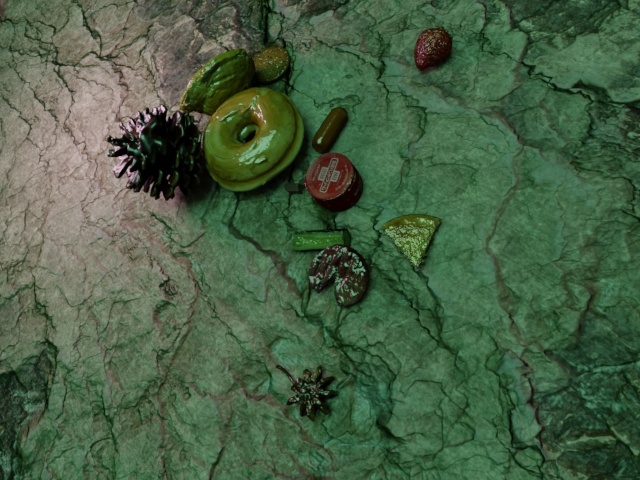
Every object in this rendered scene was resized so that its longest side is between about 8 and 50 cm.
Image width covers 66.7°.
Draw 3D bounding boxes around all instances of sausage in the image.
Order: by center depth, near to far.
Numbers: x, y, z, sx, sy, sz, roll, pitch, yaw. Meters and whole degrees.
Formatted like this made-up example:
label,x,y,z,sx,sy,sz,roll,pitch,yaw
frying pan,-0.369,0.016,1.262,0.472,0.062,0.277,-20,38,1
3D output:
label,x,y,z,sx,sy,sz,roll,pitch,yaw
sausage,0.036,-0.430,1.870,0.076,0.076,0.197,27,83,28

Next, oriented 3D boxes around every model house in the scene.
label,x,y,z,sx,sy,sz,roll,pitch,yaw
model house,-0.088,-0.210,1.853,0.083,0.058,0.057,4,74,24

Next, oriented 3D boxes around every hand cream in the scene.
label,x,y,z,sx,sy,sz,roll,pitch,yaw
hand cream,0.051,-0.209,1.757,0.193,0.125,0.193,-7,71,21

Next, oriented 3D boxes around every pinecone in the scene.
label,x,y,z,sx,sy,sz,roll,pitch,yaw
pinecone,-0.659,-0.349,1.946,0.398,0.398,0.397,-7,69,20

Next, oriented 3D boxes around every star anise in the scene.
label,x,y,z,sx,sy,sz,roll,pitch,yaw
star anise,-0.058,0.496,1.590,0.234,0.073,0.177,-7,60,28

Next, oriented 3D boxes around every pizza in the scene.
label,x,y,z,sx,sy,sz,roll,pitch,yaw
pizza,0.299,0.005,1.616,0.201,0.053,0.193,1,71,11

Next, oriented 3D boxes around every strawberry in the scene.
label,x,y,z,sx,sy,sz,roll,pitch,yaw
strawberry,0.404,-0.710,1.786,0.148,0.131,0.131,-38,62,-2

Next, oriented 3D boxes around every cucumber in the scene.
label,x,y,z,sx,sy,sz,roll,pitch,yaw
cucumber,0.001,-0.002,1.747,0.211,0.062,0.078,-3,93,28

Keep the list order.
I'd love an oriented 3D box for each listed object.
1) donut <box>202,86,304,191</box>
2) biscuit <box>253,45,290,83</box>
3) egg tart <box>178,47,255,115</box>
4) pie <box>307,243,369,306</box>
label,x,y,z,sx,sy,sz,roll,pitch,yaw
donut,-0.273,-0.401,1.922,0.449,0.198,0.448,-6,72,20
biscuit,-0.217,-0.764,2.119,0.188,0.027,0.187,-8,68,20
egg tart,-0.401,-0.639,2.011,0.339,0.351,0.153,-37,90,37
pie,0.066,0.118,1.654,0.219,0.054,0.204,43,104,22
